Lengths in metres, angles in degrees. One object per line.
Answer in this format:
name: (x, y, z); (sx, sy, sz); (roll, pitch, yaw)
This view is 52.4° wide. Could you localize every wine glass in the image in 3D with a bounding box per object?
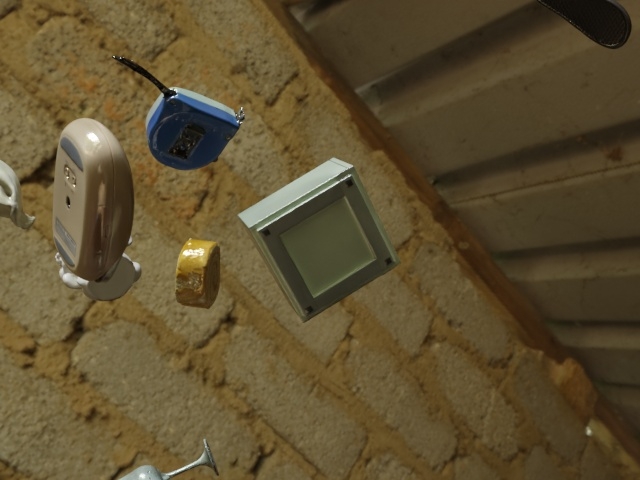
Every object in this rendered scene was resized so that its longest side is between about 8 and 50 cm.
wine glass: (-0.298, 0.454, 1.243); (0.079, 0.196, 0.079); (159, -90, -77)

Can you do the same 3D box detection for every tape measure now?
tape measure: (-0.385, -0.299, 1.610); (0.351, 0.097, 0.215); (19, -54, -35)

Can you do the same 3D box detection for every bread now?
bread: (-0.246, 0.070, 1.290); (0.073, 0.122, 0.149); (9, -60, 4)

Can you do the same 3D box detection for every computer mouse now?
computer mouse: (-0.323, -0.056, 0.929); (0.145, 0.082, 0.236); (38, -54, 37)

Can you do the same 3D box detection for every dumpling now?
dumpling: (-0.521, -0.079, 1.012); (0.169, 0.099, 0.134); (15, -15, -4)

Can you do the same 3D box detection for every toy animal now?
toy animal: (-0.509, 0.055, 1.509); (0.193, 0.179, 0.127); (27, -67, 51)

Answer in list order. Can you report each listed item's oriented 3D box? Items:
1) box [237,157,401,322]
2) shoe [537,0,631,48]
box: (0.000, 0.000, 1.250); (0.225, 0.225, 0.117); (61, -9, -22)
shoe: (0.396, -0.349, 0.976); (0.159, 0.053, 0.062); (36, -52, 12)
